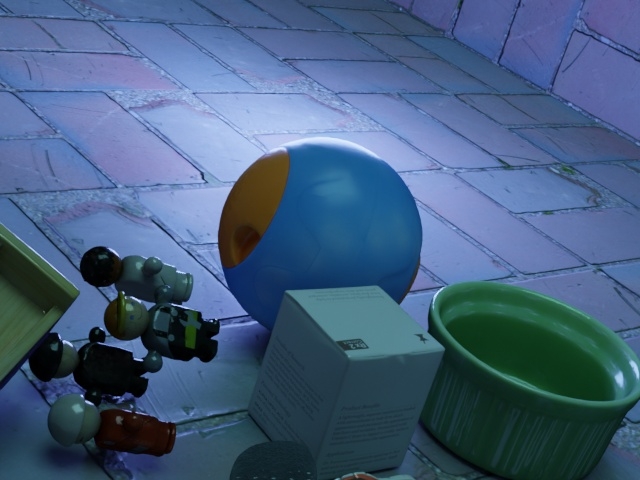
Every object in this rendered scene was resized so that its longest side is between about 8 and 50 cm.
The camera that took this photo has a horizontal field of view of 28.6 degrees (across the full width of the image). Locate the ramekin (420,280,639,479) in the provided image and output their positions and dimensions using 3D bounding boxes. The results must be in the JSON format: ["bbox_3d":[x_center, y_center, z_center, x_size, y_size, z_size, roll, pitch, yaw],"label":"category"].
[{"bbox_3d":[0.271,0.193,1.700,0.303,0.148,0.303,15,24,-7],"label":"ramekin"}]

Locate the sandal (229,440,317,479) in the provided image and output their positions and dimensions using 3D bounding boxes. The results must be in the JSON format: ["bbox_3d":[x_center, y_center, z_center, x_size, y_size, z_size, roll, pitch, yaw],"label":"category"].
[{"bbox_3d":[-0.058,0.312,1.353,0.097,0.055,0.254,8,34,-1],"label":"sandal"}]

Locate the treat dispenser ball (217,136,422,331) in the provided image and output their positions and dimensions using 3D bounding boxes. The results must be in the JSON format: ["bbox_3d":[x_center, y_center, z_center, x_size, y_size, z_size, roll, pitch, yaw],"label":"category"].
[{"bbox_3d":[0.000,0.000,1.758,0.288,0.288,0.288,15,24,-7],"label":"treat dispenser ball"}]

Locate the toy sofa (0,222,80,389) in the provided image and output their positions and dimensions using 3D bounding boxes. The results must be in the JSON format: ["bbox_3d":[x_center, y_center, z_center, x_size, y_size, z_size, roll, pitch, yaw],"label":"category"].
[{"bbox_3d":[-0.420,0.145,1.284,0.150,0.177,0.362,40,38,-5],"label":"toy sofa"}]

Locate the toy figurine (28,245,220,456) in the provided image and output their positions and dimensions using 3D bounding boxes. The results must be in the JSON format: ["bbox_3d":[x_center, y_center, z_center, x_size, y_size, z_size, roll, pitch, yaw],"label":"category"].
[{"bbox_3d":[-0.230,0.122,1.433,0.148,0.210,0.213,17,20,-27],"label":"toy figurine"}]

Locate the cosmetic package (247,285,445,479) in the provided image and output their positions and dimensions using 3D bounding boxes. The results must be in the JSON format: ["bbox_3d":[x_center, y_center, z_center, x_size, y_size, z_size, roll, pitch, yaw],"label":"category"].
[{"bbox_3d":[0.029,0.171,1.537,0.151,0.184,0.151,-1,30,-37],"label":"cosmetic package"}]

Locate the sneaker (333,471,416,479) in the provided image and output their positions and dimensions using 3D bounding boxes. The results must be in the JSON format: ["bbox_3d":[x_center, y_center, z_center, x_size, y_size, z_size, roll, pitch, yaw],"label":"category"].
[{"bbox_3d":[0.060,0.305,1.430,0.157,0.061,0.065,-1,38,-32],"label":"sneaker"}]
